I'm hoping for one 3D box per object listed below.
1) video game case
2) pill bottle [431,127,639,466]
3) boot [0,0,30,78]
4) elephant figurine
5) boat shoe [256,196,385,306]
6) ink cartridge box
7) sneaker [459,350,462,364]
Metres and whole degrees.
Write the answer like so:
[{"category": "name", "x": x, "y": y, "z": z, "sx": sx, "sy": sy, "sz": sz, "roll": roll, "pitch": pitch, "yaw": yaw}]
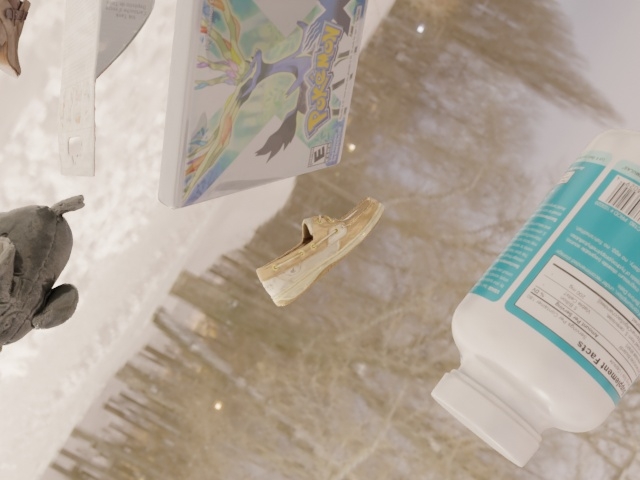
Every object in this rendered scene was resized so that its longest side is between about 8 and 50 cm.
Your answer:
[{"category": "video game case", "x": -0.055, "y": -0.218, "z": 1.180, "sx": 0.300, "sy": 0.036, "sz": 0.329, "roll": -20, "pitch": 129, "yaw": -46}, {"category": "pill bottle", "x": 0.206, "y": 0.050, "z": 0.806, "sx": 0.264, "sy": 0.146, "sz": 0.146, "roll": -50, "pitch": -179, "yaw": -5}, {"category": "boot", "x": -0.388, "y": -0.262, "z": 1.256, "sx": 0.118, "sy": 0.042, "sz": 0.087, "roll": 83, "pitch": 29, "yaw": -79}, {"category": "elephant figurine", "x": -0.415, "y": 0.072, "z": 1.372, "sx": 0.239, "sy": 0.169, "sz": 0.186, "roll": -104, "pitch": -158, "yaw": -50}, {"category": "boat shoe", "x": 0.000, "y": 0.000, "z": 1.121, "sx": 0.170, "sy": 0.059, "sz": 0.063, "roll": -42, "pitch": -172, "yaw": -19}, {"category": "ink cartridge box", "x": -0.325, "y": -0.287, "z": 1.518, "sx": 0.308, "sy": 0.091, "sz": 0.385, "roll": -171, "pitch": -97, "yaw": -67}, {"category": "sneaker", "x": 0.228, "y": 0.144, "z": 1.419, "sx": 0.071, "sy": 0.083, "sz": 0.190, "roll": -27, "pitch": -173, "yaw": -12}]
